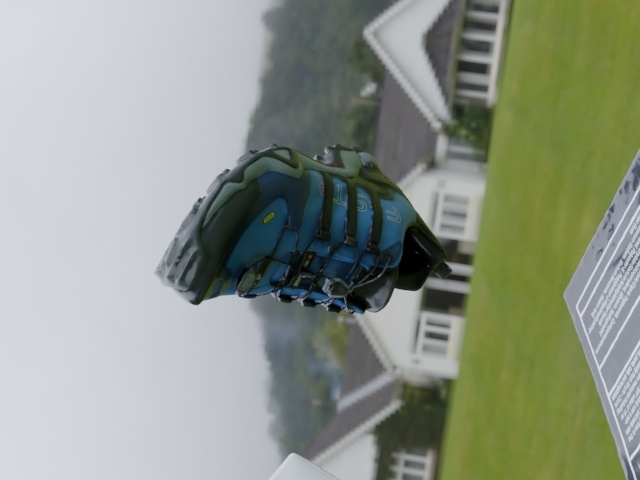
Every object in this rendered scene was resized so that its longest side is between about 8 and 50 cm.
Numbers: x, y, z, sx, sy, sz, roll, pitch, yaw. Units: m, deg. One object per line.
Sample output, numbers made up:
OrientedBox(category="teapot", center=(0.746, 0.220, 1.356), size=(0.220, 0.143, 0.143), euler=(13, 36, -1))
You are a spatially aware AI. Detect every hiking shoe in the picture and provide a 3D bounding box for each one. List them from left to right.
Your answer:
OrientedBox(category="hiking shoe", center=(0.000, 0.000, 1.076), size=(0.304, 0.132, 0.113), euler=(-21, -33, -57))

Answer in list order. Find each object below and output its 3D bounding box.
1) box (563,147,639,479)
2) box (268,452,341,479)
OrientedBox(category="box", center=(0.332, 0.066, 0.988), size=(0.296, 0.182, 0.294), euler=(107, 159, -49))
OrientedBox(category="box", center=(0.014, 0.327, 1.325), size=(0.119, 0.182, 0.181), euler=(-48, -27, -29))
